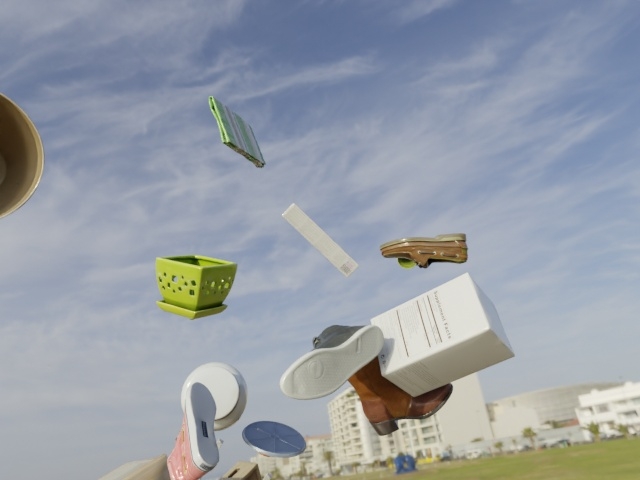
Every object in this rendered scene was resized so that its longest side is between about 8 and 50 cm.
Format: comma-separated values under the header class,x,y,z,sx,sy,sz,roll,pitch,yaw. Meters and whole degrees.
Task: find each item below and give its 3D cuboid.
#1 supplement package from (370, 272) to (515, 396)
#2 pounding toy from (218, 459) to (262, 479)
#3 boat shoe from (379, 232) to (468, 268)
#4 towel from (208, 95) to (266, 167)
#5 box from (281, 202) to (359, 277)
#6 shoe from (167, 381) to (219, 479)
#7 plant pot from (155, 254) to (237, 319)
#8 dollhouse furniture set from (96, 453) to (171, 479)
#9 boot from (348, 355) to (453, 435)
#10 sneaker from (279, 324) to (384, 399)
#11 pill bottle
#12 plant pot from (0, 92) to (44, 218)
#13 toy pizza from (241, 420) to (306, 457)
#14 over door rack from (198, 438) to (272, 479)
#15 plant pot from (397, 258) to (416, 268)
class,x,y,z,sx,sy,sz,roll,pitch,yaw
supplement package,0.308,0.249,1.260,0.293,0.175,0.177,-30,-48,22
pounding toy,-0.226,0.714,1.398,0.100,0.130,0.141,-8,9,32
boat shoe,0.357,0.044,1.703,0.307,0.104,0.110,-8,-11,23
towel,-0.169,-0.214,0.985,0.023,0.113,0.152,-28,-19,15
box,0.000,0.000,1.733,0.067,0.324,0.063,-48,5,-2
shoe,-0.228,0.337,0.851,0.081,0.178,0.063,-43,-55,12
plant pot,-0.476,0.175,1.850,0.227,0.207,0.228,10,5,26
dollhouse furniture set,-0.413,0.746,1.161,0.362,0.394,0.256,-20,-9,-47
boot,0.204,0.375,1.378,0.264,0.280,0.096,-28,7,12
sneaker,0.005,0.286,1.163,0.295,0.105,0.147,-22,5,-36
pill bottle,-0.289,0.431,1.343,0.176,0.176,0.318,-4,-21,-11
plant pot,-0.738,-0.166,1.013,0.284,0.284,0.191,7,-5,-31
toy pizza,-0.143,0.615,1.493,0.201,0.032,0.201,13,5,-1
over door rack,-0.306,0.835,1.601,0.108,0.239,0.324,-55,-1,9
plant pot,0.365,0.065,2.019,0.083,0.083,0.079,-22,11,25
